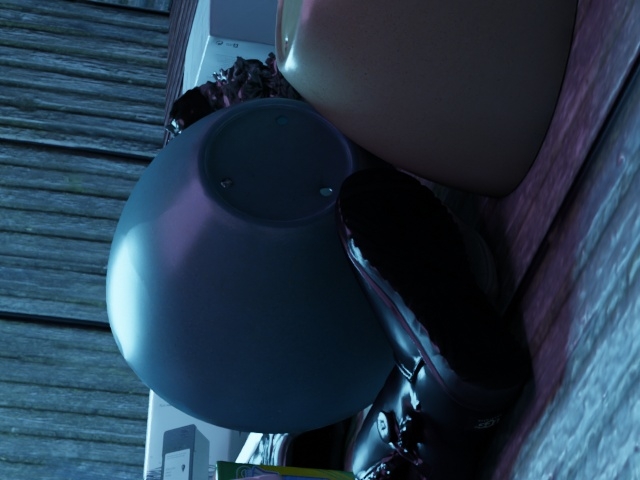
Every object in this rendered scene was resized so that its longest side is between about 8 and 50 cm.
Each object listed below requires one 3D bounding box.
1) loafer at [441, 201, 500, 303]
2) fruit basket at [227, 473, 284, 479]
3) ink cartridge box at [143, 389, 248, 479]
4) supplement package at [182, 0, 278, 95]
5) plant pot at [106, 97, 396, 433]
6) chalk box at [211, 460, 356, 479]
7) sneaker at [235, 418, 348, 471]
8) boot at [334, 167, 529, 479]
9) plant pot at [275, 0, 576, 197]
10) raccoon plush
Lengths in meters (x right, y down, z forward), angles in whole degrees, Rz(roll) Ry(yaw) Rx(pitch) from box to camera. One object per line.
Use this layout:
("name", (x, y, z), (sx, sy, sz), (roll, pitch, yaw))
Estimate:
("loafer", (0.120, 0.012, 1.448), (0.045, 0.039, 0.125), (-50, 37, 16))
("fruit basket", (-0.119, 0.353, 1.532), (0.165, 0.353, 0.327), (-43, -65, -60))
("ink cartridge box", (-0.125, 0.283, 2.135), (0.198, 0.115, 0.273), (48, -138, -64))
("supplement package", (-0.049, -0.209, 2.045), (0.203, 0.194, 0.149), (113, 162, -53))
("plant pot", (-0.039, -0.009, 1.531), (0.195, 0.290, 0.290), (97, 174, -55))
("chalk box", (-0.046, 0.294, 1.638), (0.132, 0.213, 0.132), (-97, 18, -52))
("sneaker", (-0.037, 0.267, 1.923), (0.124, 0.107, 0.283), (-115, 33, -60))
("boot", (0.061, 0.094, 1.414), (0.246, 0.094, 0.207), (59, 146, 34))
("plant pot", (0.069, -0.185, 1.425), (0.284, 0.191, 0.284), (-173, 90, -79))
("raccoon plush", (0.000, 0.000, 1.906), (0.446, 0.216, 0.299), (49, -154, -65))
